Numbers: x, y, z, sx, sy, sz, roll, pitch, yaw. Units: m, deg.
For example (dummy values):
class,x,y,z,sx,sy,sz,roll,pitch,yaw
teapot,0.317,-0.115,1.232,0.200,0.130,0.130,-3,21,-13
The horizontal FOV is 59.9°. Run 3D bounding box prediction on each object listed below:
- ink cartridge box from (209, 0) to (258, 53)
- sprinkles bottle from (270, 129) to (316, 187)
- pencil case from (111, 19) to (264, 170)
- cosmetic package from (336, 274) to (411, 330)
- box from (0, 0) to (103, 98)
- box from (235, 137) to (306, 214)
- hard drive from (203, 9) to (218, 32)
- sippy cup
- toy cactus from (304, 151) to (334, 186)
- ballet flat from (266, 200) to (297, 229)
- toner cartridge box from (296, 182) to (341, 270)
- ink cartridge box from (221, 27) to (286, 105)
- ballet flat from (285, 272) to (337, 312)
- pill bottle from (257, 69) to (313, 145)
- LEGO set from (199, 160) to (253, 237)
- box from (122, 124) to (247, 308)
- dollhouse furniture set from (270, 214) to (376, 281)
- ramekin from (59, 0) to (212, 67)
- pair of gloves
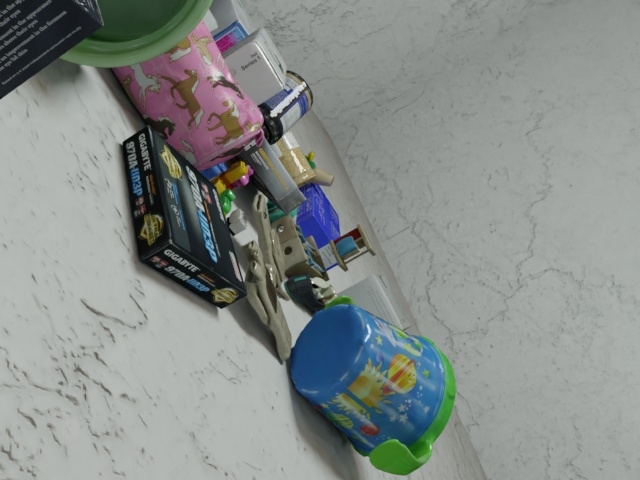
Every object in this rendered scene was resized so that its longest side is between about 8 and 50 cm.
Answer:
class,x,y,z,sx,sy,sz,roll,pitch,yaw
ink cartridge box,-0.223,-0.543,1.689,0.395,0.151,0.270,45,19,-50
sprinkles bottle,-0.146,-0.298,1.495,0.355,0.121,0.121,61,11,-1
pencil case,-0.242,-0.296,0.895,0.160,0.167,0.386,-39,104,-51
cosmetic package,0.118,0.185,1.380,0.151,0.151,0.183,62,11,12
box,-0.314,-0.227,0.451,0.108,0.153,0.207,65,11,20
box,-0.134,-0.168,1.200,0.183,0.056,0.231,55,-7,-27
hard drive,-0.320,-0.534,1.176,0.233,0.047,0.353,57,11,-22
sippy cup,0.075,0.228,0.950,0.224,0.240,0.305,40,-18,-34
toy cactus,-0.046,-0.213,1.650,0.180,0.112,0.219,19,18,9
ballet flat,-0.082,-0.073,1.332,0.247,0.083,0.087,-80,153,-70
toner cartridge box,-0.010,-0.059,1.625,0.165,0.075,0.348,58,11,-21
ink cartridge box,-0.188,-0.361,1.240,0.117,0.201,0.278,56,12,-23
ballet flat,-0.004,0.120,1.212,0.203,0.074,0.074,45,19,-56
pill bottle,-0.124,-0.312,1.366,0.219,0.122,0.123,-50,120,-30
LEGO set,-0.160,-0.102,0.996,0.087,0.093,0.227,54,13,-33
box,-0.191,-0.031,0.781,0.175,0.051,0.220,47,17,-52
dollhouse furniture set,0.000,0.000,1.228,0.129,0.183,0.129,45,19,-55
ramekin,-0.266,-0.375,0.695,0.303,0.303,0.148,57,4,-18
pair of gloves,-0.093,0.060,0.948,0.240,0.042,0.204,-96,173,-54
